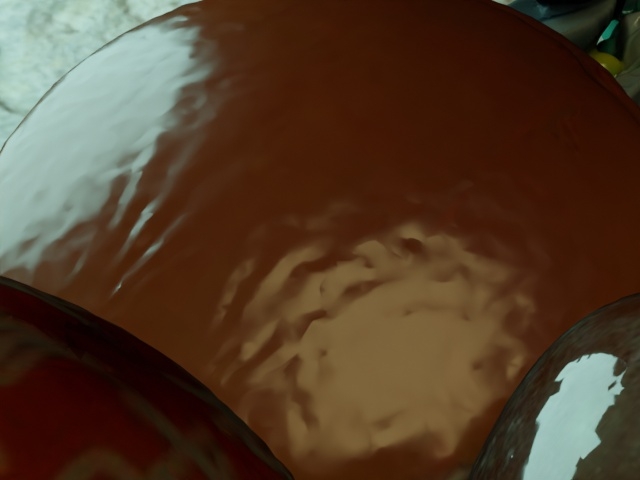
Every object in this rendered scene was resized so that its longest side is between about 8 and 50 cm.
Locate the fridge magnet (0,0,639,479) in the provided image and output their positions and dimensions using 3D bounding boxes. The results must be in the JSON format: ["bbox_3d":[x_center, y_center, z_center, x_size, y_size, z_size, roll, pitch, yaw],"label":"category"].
[{"bbox_3d":[0.000,0.000,0.837,0.364,0.155,0.363,-3,50,4],"label":"fridge magnet"}]

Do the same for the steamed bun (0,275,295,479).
[{"bbox_3d":[-0.128,0.139,0.561,0.374,0.374,0.241,35,94,27],"label":"steamed bun"}]

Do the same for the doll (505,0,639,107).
[{"bbox_3d":[0.195,-0.127,0.988,0.195,0.153,0.258,-14,30,2],"label":"doll"}]

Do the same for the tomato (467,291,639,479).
[{"bbox_3d":[0.192,0.154,0.603,0.317,0.317,0.282,27,91,21],"label":"tomato"}]
